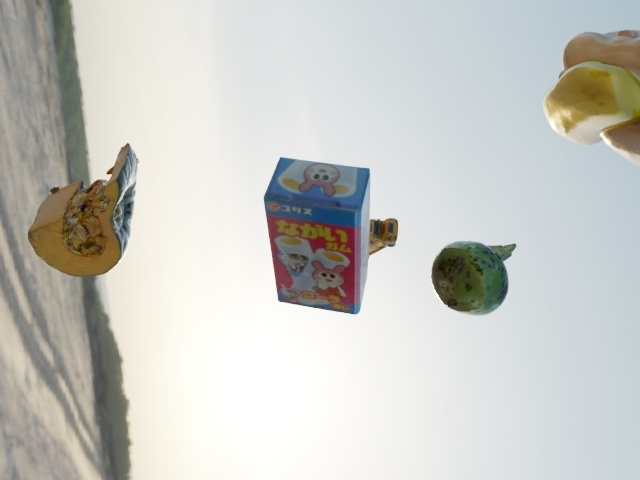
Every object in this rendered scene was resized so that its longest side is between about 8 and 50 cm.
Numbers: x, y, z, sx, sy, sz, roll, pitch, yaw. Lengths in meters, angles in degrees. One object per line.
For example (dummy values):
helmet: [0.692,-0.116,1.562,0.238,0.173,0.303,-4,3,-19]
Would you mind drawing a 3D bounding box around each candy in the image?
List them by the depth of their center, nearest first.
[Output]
candy: [0.001,-0.001,1.359,0.306,0.157,0.100,86,16,-53]

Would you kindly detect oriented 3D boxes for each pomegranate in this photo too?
pomegranate: [0.405,0.084,2.079,0.211,0.263,0.211,33,-31,24]

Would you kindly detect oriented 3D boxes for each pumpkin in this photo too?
pumpkin: [-0.458,-0.066,1.524,0.139,0.190,0.280,-83,-174,-48]

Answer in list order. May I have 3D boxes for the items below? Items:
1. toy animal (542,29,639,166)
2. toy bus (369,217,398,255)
toy animal: [0.580,-0.283,1.432,0.345,0.247,0.277,29,-3,34]
toy bus: [0.127,-0.008,2.003,0.162,0.074,0.070,-31,-134,49]
